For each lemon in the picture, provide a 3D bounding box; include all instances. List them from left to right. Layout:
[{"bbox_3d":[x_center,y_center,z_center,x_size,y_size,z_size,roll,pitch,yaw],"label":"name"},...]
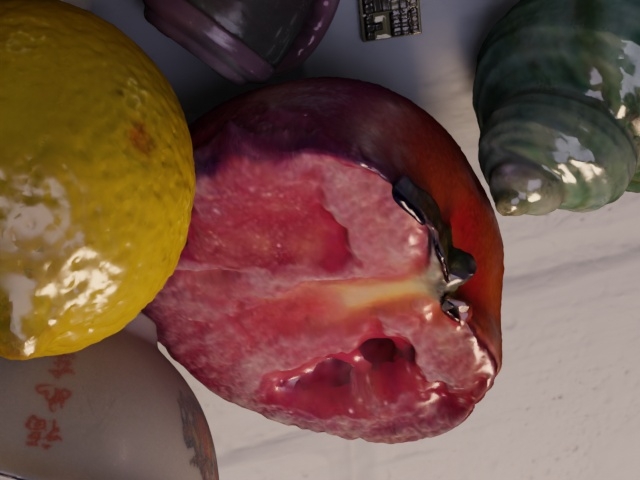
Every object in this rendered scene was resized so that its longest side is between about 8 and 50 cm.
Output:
[{"bbox_3d":[-0.193,-0.038,1.028,0.228,0.253,0.228,-13,133,-15],"label":"lemon"}]

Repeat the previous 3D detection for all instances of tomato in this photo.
[{"bbox_3d":[-0.001,-0.006,1.215,0.290,0.176,0.335,-7,133,27],"label":"tomato"}]

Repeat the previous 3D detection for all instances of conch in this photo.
[{"bbox_3d":[0.224,-0.107,1.240,0.277,0.195,0.220,-39,135,-32],"label":"conch"}]

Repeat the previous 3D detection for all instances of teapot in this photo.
[{"bbox_3d":[-0.040,-0.186,1.146,0.148,0.116,0.146,35,93,-25],"label":"teapot"}]

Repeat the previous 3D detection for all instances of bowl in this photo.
[{"bbox_3d":[-0.212,0.120,1.189,0.345,0.345,0.157,22,74,-25],"label":"bowl"}]

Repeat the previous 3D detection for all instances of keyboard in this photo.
[{"bbox_3d":[0.050,-0.217,1.210,0.049,0.015,0.129,-12,120,-10],"label":"keyboard"}]
